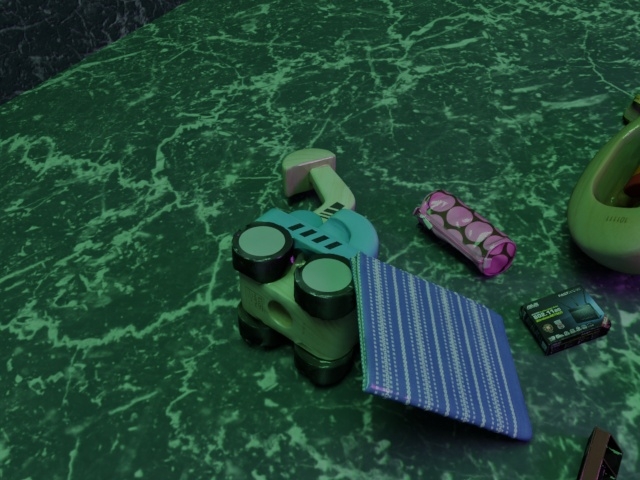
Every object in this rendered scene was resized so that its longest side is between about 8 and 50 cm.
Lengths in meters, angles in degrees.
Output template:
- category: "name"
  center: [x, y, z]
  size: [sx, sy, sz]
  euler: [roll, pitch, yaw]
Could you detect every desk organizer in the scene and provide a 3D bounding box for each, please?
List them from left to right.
- category: "desk organizer"
  center: [0.401, 0.341, 0.843]
  size: [0.050, 0.047, 0.130]
  euler: [20, 54, 24]

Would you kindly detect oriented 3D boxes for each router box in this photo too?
- category: "router box"
  center: [0.429, 0.139, 1.032]
  size: [0.122, 0.038, 0.092]
  euler: [-18, 46, -6]

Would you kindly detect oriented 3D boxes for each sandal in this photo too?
- category: "sandal"
  center: [0.776, -0.328, 1.389]
  size: [0.072, 0.049, 0.180]
  euler: [26, 57, 31]

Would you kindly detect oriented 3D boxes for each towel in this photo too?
- category: "towel"
  center: [0.187, 0.168, 0.914]
  size: [0.336, 0.040, 0.243]
  euler: [24, 42, -27]

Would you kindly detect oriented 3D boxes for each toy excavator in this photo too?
- category: "toy excavator"
  center: [0.000, 0.000, 1.163]
  size: [0.433, 0.222, 0.445]
  euler: [27, 45, 29]

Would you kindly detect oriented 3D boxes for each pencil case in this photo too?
- category: "pencil case"
  center: [0.285, -0.015, 1.172]
  size: [0.098, 0.095, 0.209]
  euler: [-7, 36, -40]

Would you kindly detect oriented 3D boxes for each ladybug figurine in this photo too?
- category: "ladybug figurine"
  center: [0.650, -0.103, 1.086]
  size: [0.449, 0.162, 0.305]
  euler: [-48, 26, -17]
